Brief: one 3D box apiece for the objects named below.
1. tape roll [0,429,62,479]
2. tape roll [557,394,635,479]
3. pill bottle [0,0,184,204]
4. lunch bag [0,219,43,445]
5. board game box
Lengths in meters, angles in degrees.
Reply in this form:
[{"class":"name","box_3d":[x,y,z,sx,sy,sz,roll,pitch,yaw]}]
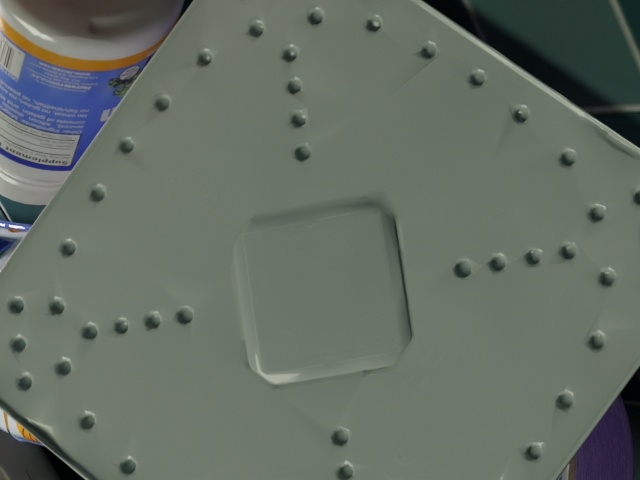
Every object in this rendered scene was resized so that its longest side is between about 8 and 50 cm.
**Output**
[{"class":"tape roll","box_3d":[-0.425,0.287,2.131,0.246,0.246,0.169,5,129,48]},{"class":"tape roll","box_3d":[0.079,0.160,1.340,0.275,0.275,0.090,42,162,8]},{"class":"pill bottle","box_3d":[-0.205,-0.140,1.481,0.152,0.152,0.272,43,149,8]},{"class":"lunch bag","box_3d":[-0.311,0.081,1.894,0.303,0.115,0.243,7,128,48]},{"class":"board game box","box_3d":[0.006,0.037,1.254,0.390,0.390,0.050,37,-178,17]}]
